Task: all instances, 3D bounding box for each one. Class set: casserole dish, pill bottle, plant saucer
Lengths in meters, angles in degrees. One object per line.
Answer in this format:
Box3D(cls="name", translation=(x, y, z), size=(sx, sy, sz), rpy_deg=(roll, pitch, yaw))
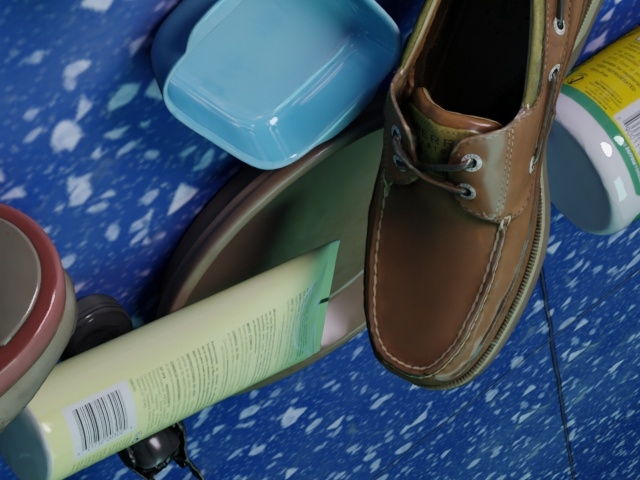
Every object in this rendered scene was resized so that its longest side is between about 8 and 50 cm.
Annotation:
Box3D(cls="casserole dish", translation=(-0.025, -0.101, 0.833), size=(0.114, 0.037, 0.188), rpy_deg=(-43, 155, 8))
Box3D(cls="pill bottle", translation=(0.256, -0.103, 1.132), size=(0.208, 0.117, 0.117), rpy_deg=(-33, 155, -14))
Box3D(cls="plant saucer", translation=(0.000, 0.000, 1.039), size=(0.278, 0.041, 0.278), rpy_deg=(-33, 155, -17))

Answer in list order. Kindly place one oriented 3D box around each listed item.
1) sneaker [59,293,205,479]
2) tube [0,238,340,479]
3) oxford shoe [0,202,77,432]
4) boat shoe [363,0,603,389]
Box3D(cls="sneaker", translation=(-0.118, 0.103, 0.986), size=(0.051, 0.089, 0.170), rpy_deg=(-33, 155, -14))
Box3D(cls="tube", translation=(-0.082, 0.074, 0.938), size=(0.240, 0.062, 0.070), rpy_deg=(-23, 178, -37))
Box3D(cls="oxford shoe", translation=(-0.260, 0.127, 0.790), size=(0.348, 0.123, 0.130), rpy_deg=(-35, 161, -7))
Box3D(cls="boat shoe", translation=(0.075, -0.062, 0.874), size=(0.104, 0.111, 0.307), rpy_deg=(-4, 108, -64))
